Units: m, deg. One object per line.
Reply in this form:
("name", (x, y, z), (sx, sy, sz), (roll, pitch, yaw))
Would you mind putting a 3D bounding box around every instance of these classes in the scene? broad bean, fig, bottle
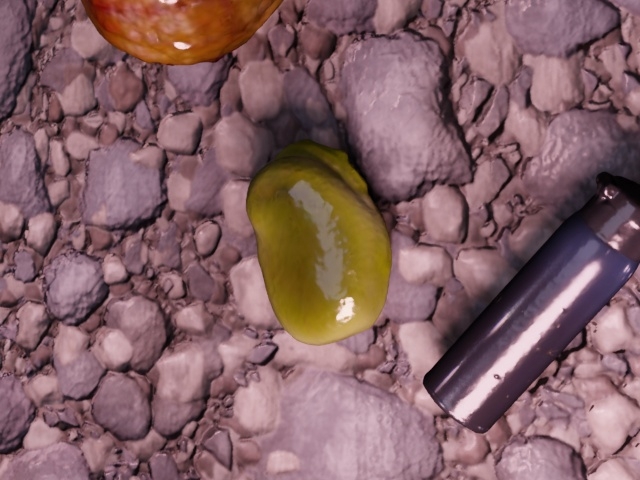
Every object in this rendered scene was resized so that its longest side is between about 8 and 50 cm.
("broad bean", (0.000, 0.000, 1.682), (0.124, 0.082, 0.175), (-24, 89, 25))
("fig", (-0.072, -0.334, 1.643), (0.368, 0.286, 0.286), (-33, 74, -1))
("bottle", (0.189, 0.052, 1.583), (0.082, 0.072, 0.244), (34, 108, -15))
